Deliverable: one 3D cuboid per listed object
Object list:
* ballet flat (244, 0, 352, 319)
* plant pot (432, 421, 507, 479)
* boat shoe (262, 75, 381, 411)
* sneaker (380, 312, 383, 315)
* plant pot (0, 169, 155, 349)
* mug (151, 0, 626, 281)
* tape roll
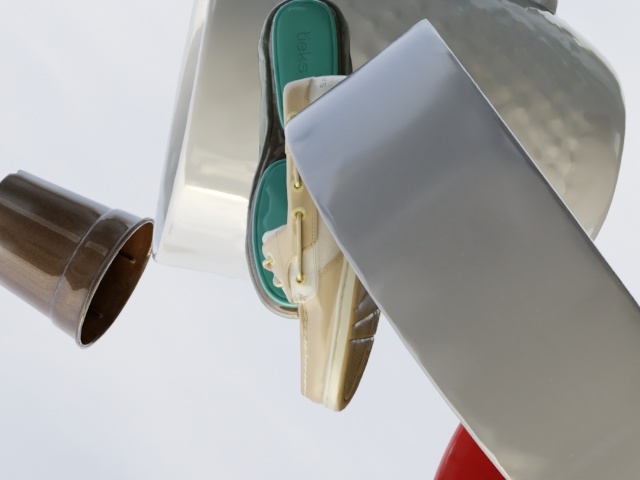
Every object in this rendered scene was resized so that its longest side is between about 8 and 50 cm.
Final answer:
[{"bbox_3d":[-0.006,-0.047,0.830,0.072,0.068,0.213,0,-111,3],"label":"ballet flat"},{"bbox_3d":[0.258,0.230,1.155,0.243,0.275,0.275,34,-130,-12],"label":"plant pot"},{"bbox_3d":[0.000,0.000,0.685,0.063,0.059,0.170,-13,-71,-74],"label":"boat shoe"},{"bbox_3d":[-0.002,0.044,1.583,0.208,0.094,0.081,19,-125,-2],"label":"sneaker"},{"bbox_3d":[-0.296,0.011,1.527,0.165,0.167,0.167,28,-133,6],"label":"plant pot"},{"bbox_3d":[0.063,-0.136,1.063,0.328,0.276,0.374,10,-89,-10],"label":"mug"},{"bbox_3d":[0.079,0.019,0.546,0.219,0.072,0.219,51,-170,-13],"label":"tape roll"}]
